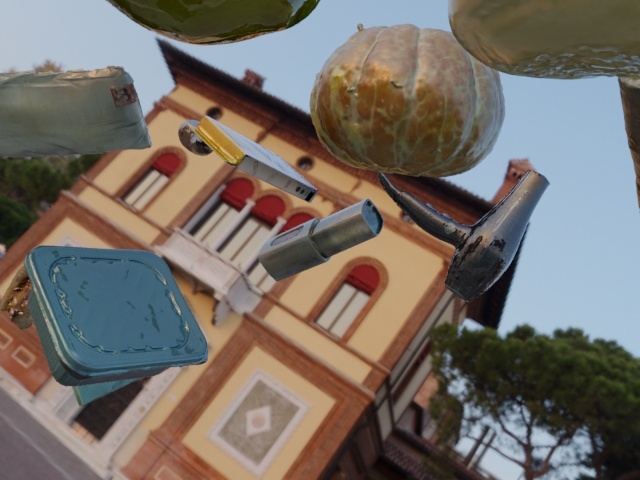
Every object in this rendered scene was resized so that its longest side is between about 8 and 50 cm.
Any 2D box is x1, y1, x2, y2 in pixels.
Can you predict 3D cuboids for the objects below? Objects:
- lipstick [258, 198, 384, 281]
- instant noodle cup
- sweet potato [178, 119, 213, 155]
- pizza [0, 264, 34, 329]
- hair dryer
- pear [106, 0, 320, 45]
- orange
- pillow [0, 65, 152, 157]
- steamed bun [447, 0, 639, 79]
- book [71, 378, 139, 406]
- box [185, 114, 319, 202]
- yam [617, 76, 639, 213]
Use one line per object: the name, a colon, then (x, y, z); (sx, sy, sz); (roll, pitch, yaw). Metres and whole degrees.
lipstick: (0.000, 0.000, 1.281); (0.252, 0.079, 0.077); (-22, -64, 34)
instant noodle cup: (-0.222, 0.085, 0.707); (0.179, 0.070, 0.157); (5, 46, -52)
sweet potato: (-0.226, -0.190, 1.233); (0.067, 0.067, 0.274); (47, -2, -21)
pizza: (-0.570, 0.103, 1.315); (0.056, 0.135, 0.271); (20, -23, -39)
hair dryer: (0.175, -0.047, 0.907); (0.219, 0.196, 0.075); (34, -3, 15)
pear: (-0.134, -0.336, 0.677); (0.321, 0.269, 0.269); (22, -20, -2)
orange: (0.146, -0.233, 1.130); (0.328, 0.249, 0.329); (1, 5, 0)
pillow: (-0.327, -0.156, 0.817); (0.229, 0.051, 0.128); (-2, -39, 4)
steamed bun: (0.175, -0.210, 0.384); (0.166, 0.232, 0.273); (4, 9, -27)
book: (-0.367, 0.207, 1.129); (0.017, 0.135, 0.103); (-22, -92, 34)
box: (-0.110, -0.139, 1.145); (0.129, 0.033, 0.247); (44, 12, 31)
yam: (0.332, -0.063, 0.634); (0.066, 0.066, 0.300); (21, -21, 40)
